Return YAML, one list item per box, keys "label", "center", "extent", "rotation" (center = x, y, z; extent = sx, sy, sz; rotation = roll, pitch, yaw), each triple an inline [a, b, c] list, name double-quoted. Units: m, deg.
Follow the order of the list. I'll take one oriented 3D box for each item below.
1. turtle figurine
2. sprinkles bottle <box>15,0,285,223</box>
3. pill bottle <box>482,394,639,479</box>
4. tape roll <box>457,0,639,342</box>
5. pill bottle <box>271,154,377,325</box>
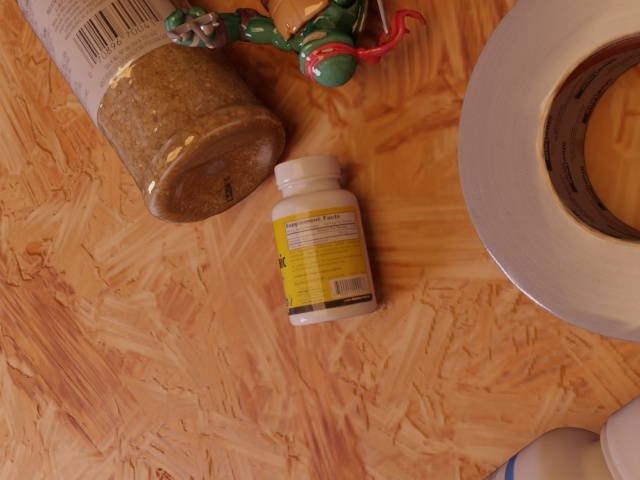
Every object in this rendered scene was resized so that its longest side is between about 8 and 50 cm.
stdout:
- label: "turtle figurine"
  center: [-0.024, -0.183, 0.619]
  extent: [0.175, 0.118, 0.234]
  rotation: [-30, 59, 17]
- label: "sprinkles bottle"
  center: [-0.170, -0.179, 0.717]
  extent: [0.121, 0.121, 0.355]
  rotation: [-47, 67, 27]
- label: "pill bottle"
  center: [0.137, 0.188, 0.516]
  extent: [0.221, 0.124, 0.124]
  rotation: [-47, 67, 28]
- label: "tape roll"
  center: [0.191, -0.055, 0.499]
  extent: [0.219, 0.072, 0.219]
  rotation: [2, 93, 34]
- label: "pill bottle"
  center: [0.000, 0.000, 0.640]
  extent: [0.065, 0.065, 0.116]
  rotation: [-13, 84, 35]
